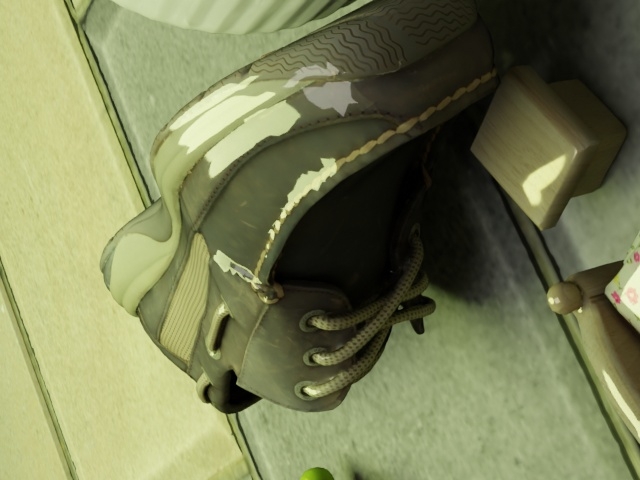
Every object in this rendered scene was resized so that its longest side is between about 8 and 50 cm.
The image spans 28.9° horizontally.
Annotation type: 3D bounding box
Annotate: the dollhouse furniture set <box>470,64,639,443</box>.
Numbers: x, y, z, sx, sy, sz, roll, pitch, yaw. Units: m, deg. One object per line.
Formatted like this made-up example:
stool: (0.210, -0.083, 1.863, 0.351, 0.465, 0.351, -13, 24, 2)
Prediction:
dollhouse furniture set: (0.143, -0.010, 0.275, 0.355, 0.173, 0.303, 52, 141, 32)

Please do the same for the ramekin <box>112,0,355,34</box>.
ramekin: (-0.032, -0.177, 0.462, 0.207, 0.207, 0.109, 69, 157, 10)

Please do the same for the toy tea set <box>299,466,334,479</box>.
toy tea set: (0.033, 0.300, 0.665, 0.200, 0.124, 0.336, -37, 64, 25)

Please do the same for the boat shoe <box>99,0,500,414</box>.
boat shoe: (0.000, 0.000, 0.561, 0.130, 0.132, 0.355, 56, 158, 4)
